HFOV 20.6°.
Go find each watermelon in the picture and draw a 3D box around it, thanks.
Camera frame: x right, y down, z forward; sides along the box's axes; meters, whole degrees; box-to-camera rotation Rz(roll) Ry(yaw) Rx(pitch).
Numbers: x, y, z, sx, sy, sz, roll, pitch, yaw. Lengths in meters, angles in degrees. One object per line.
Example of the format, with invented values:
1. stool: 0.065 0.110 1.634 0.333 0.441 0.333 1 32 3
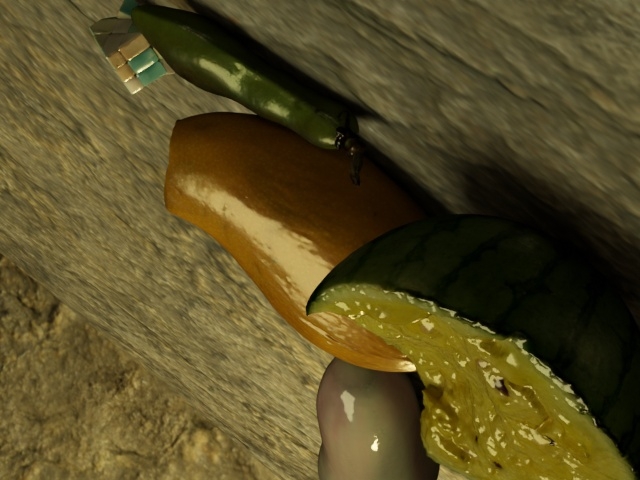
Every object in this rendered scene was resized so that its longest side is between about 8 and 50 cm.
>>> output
1. watermelon: 0.167 0.085 1.545 0.330 0.189 0.331 23 156 11

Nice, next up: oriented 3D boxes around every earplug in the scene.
1. earplug: 0.063 0.236 2.332 0.172 0.172 0.301 34 159 24

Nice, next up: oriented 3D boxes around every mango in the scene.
1. mango: 0.001 -0.003 1.722 0.359 0.144 0.187 42 124 -10

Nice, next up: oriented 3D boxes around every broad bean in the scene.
1. broad bean: -0.061 -0.149 1.667 0.325 0.067 0.075 30 -167 27

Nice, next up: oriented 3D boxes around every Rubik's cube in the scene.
1. Rubik's cube: -0.187 -0.205 1.796 0.084 0.073 0.075 60 -177 27
